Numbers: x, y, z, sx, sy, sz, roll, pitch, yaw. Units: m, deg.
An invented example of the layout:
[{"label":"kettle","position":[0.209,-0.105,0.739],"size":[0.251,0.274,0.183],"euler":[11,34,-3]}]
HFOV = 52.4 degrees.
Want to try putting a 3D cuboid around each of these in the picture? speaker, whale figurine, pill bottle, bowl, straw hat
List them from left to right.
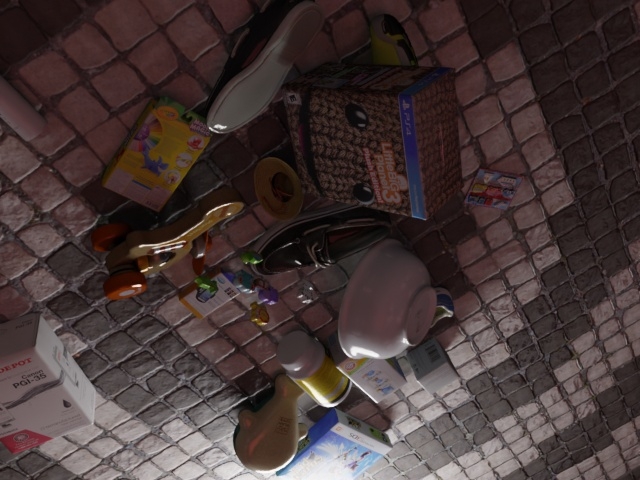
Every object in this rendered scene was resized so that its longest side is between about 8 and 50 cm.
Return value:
[{"label":"speaker","position":[-0.551,-0.240,1.148],"size":[0.055,0.055,0.136],"euler":[-33,126,7]},{"label":"whale figurine","position":[-0.133,0.482,1.755],"size":[0.216,0.141,0.272],"euler":[21,91,-29]},{"label":"straw hat","position":[-0.072,-0.117,1.373],"size":[0.061,0.144,0.144],"euler":[-33,140,-44]},{"label":"pill bottle","position":[-0.017,0.327,1.668],"size":[0.119,0.119,0.208],"euler":[-34,127,8]},{"label":"bowl","position":[0.177,0.154,1.501],"size":[0.298,0.134,0.297],"euler":[-30,129,-46]}]

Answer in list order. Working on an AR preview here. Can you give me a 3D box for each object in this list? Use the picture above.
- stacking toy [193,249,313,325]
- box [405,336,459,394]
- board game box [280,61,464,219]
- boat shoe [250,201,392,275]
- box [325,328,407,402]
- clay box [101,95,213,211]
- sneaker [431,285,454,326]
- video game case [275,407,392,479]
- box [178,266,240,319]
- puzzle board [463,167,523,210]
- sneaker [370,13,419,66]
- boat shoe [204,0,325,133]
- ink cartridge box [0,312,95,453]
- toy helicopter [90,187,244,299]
[{"label":"stacking toy","position":[-0.144,0.109,1.449],"size":[0.167,0.052,0.221],"euler":[-28,135,31]},{"label":"box","position":[0.308,0.345,1.791],"size":[0.102,0.101,0.087],"euler":[-34,127,10]},{"label":"board game box","position":[0.097,-0.192,1.205],"size":[0.141,0.291,0.232],"euler":[-38,128,-38]},{"label":"boat shoe","position":[0.000,0.000,1.444],"size":[0.335,0.119,0.121],"euler":[-26,127,2]},{"label":"box","position":[0.121,0.313,1.702],"size":[0.103,0.114,0.203],"euler":[-37,126,10]},{"label":"clay box","position":[-0.314,-0.173,1.268],"size":[0.127,0.053,0.222],"euler":[28,111,-32]},{"label":"sneaker","position":[0.244,0.189,1.675],"size":[0.211,0.081,0.080],"euler":[-25,129,3]},{"label":"video game case","position":[0.038,0.639,1.940],"size":[0.244,0.061,0.269],"euler":[35,109,-32]},{"label":"box","position":[-0.251,0.119,1.509],"size":[0.136,0.028,0.081],"euler":[-34,127,5]},{"label":"puzzle board","position":[0.414,-0.121,1.554],"size":[0.128,0.011,0.096],"euler":[7,122,-22]},{"label":"sneaker","position":[0.144,-0.253,1.303],"size":[0.147,0.145,0.384],"euler":[-10,120,13]},{"label":"boat shoe","position":[-0.117,-0.331,1.200],"size":[0.302,0.091,0.114],"euler":[-44,152,13]},{"label":"ink cartridge box","position":[-0.668,0.325,1.468],"size":[0.207,0.117,0.283],"euler":[-20,127,-3]},{"label":"toy helicopter","position":[-0.277,-0.006,1.316],"size":[0.355,0.140,0.235],"euler":[-30,161,32]}]
